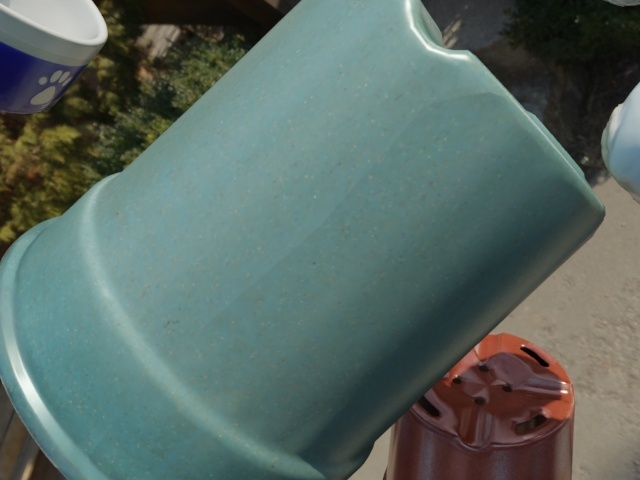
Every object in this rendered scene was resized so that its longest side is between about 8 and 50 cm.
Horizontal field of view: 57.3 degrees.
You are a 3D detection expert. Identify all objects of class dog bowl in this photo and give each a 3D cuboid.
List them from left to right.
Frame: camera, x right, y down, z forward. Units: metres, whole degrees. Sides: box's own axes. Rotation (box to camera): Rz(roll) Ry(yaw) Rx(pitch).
[{"bbox_3d":[-0.364,-0.259,0.602,0.104,0.265,0.265,-44,37,17],"label":"dog bowl"}]

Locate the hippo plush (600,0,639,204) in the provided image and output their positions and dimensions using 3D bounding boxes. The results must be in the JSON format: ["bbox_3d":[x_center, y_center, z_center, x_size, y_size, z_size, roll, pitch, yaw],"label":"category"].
[{"bbox_3d":[0.226,-0.171,0.359,0.234,0.294,0.237,-39,63,17],"label":"hippo plush"}]

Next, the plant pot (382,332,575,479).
[{"bbox_3d":[0.197,0.274,0.739,0.272,0.272,0.265,-135,35,-56],"label":"plant pot"}]

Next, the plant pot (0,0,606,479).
[{"bbox_3d":[0.000,0.000,0.458,0.334,0.341,0.341,-43,38,18],"label":"plant pot"}]
